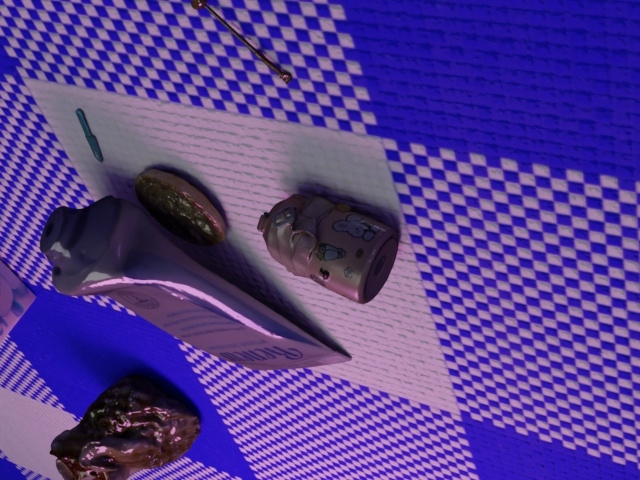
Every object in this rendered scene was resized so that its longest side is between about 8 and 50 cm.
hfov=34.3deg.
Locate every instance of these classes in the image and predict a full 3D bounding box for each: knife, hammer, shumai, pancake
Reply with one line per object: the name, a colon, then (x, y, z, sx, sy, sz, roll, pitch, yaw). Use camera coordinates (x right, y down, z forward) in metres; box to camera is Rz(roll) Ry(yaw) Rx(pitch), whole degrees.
knife: (-0.285, -0.128, 1.283, 0.014, 0.005, 0.091, 20, 147, 23)
hammer: (-0.075, -0.193, 0.996, 0.123, 0.014, 0.029, 41, 157, -15)
shumai: (-0.350, 0.361, 1.835, 0.189, 0.218, 0.256, 44, 148, -1)
pancake: (-0.176, -0.039, 1.292, 0.139, 0.022, 0.139, 25, 153, 14)

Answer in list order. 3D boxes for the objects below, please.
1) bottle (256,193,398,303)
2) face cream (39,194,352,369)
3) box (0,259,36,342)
bottle: (0.000, 0.001, 1.125, 0.152, 0.099, 0.099, 25, 148, 19)
face cream: (-0.181, 0.077, 1.379, 0.420, 0.137, 0.234, 33, 151, -30)
box: (-0.634, 0.126, 1.692, 0.116, 0.274, 0.203, -1, 135, 41)
